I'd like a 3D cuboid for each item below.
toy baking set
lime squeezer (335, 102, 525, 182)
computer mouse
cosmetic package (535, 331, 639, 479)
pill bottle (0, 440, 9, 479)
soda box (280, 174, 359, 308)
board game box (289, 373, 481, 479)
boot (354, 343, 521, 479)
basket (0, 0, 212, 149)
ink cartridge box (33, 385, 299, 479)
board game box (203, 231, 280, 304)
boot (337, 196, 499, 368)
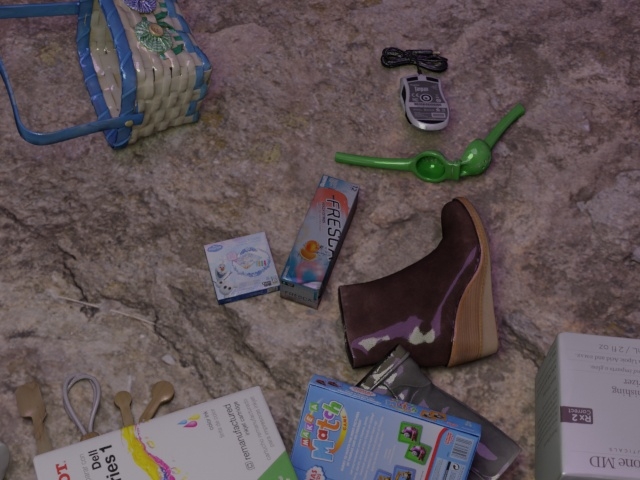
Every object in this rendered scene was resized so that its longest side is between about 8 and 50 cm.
[{"bbox_3d":[-0.272,0.263,1.282,0.256,0.030,0.197,7,56,0],"label":"toy baking set"},{"bbox_3d":[0.183,-0.136,1.510,0.310,0.059,0.110,-16,62,-10],"label":"lime squeezer"},{"bbox_3d":[0.153,-0.226,1.562,0.106,0.042,0.193,2,49,-7],"label":"computer mouse"},{"bbox_3d":[0.352,0.231,1.250,0.151,0.151,0.184,4,60,2],"label":"cosmetic package"},{"bbox_3d":[-0.518,0.231,1.217,0.272,0.152,0.152,26,63,13],"label":"pill bottle"},{"bbox_3d":[0.000,0.000,1.420,0.058,0.063,0.183,17,61,7],"label":"soda box"},{"bbox_3d":[0.071,0.268,1.227,0.211,0.160,0.039,16,17,6],"label":"board game box"},{"bbox_3d":[0.118,0.259,1.276,0.189,0.076,0.208,-45,89,4],"label":"boot"},{"bbox_3d":[-0.325,-0.262,1.478,0.288,0.201,0.255,-17,63,-22],"label":"basket"},{"bbox_3d":[-0.167,0.312,1.155,0.278,0.117,0.201,-16,50,-15],"label":"ink cartridge box"},{"bbox_3d":[-0.110,0.038,1.419,0.090,0.020,0.090,-13,62,-9],"label":"board game box"},{"bbox_3d":[0.127,0.054,1.378,0.206,0.090,0.249,-2,64,-6],"label":"boot"}]
